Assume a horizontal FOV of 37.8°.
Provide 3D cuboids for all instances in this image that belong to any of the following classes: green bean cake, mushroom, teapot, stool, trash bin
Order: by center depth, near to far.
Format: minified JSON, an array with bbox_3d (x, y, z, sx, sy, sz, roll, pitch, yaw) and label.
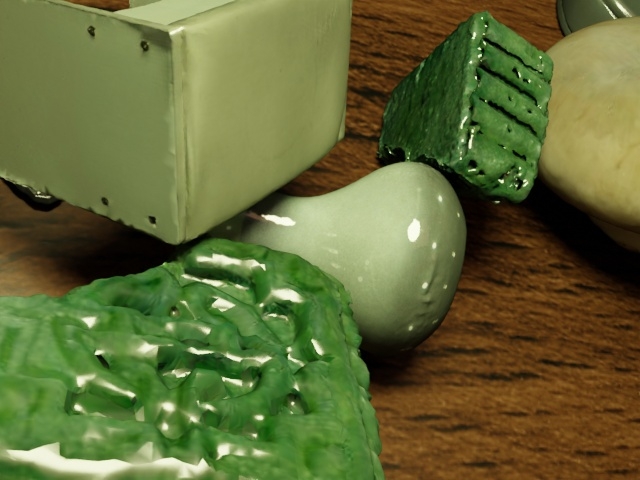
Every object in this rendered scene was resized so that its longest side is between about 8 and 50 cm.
[{"bbox_3d":[-0.120,0.120,0.666,0.308,0.169,0.300,11,30,-15],"label":"green bean cake"},{"bbox_3d":[-0.142,-0.150,0.792,0.270,0.170,0.244,19,33,25],"label":"stool"},{"bbox_3d":[0.000,0.000,0.867,0.251,0.183,0.183,13,54,-3],"label":"teapot"},{"bbox_3d":[0.139,-0.105,0.973,0.107,0.208,0.193,22,63,-22],"label":"green bean cake"},{"bbox_3d":[0.394,-0.096,1.074,0.363,0.294,0.362,6,30,-4],"label":"mushroom"},{"bbox_3d":[0.452,-0.321,1.329,0.236,0.101,0.176,-7,61,-32],"label":"trash bin"}]

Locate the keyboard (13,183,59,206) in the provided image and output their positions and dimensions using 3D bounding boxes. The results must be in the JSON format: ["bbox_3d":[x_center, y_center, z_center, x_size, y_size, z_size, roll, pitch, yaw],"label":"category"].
[{"bbox_3d":[-0.312,-0.144,0.895,0.262,0.016,0.106,47,52,7],"label":"keyboard"}]
